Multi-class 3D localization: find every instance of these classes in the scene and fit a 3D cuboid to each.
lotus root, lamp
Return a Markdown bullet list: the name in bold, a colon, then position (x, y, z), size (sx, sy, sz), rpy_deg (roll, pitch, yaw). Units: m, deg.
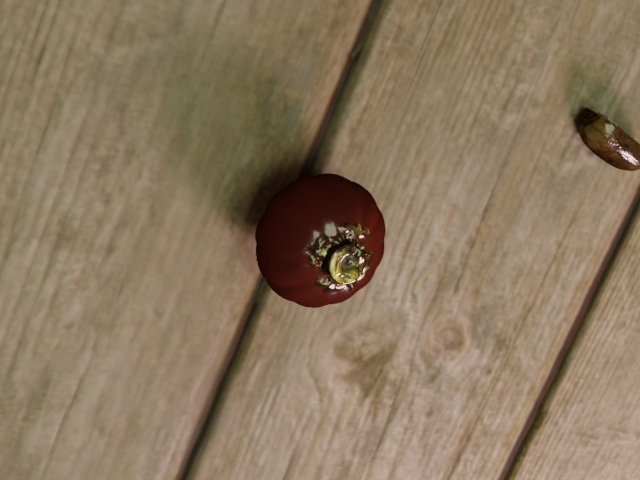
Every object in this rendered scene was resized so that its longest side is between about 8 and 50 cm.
- **lotus root**: position (0.249, -0.079, 1.034), size (0.083, 0.037, 0.030), rpy_deg (27, 101, -36)
- **lamp**: position (0.000, 0.000, 0.897), size (0.101, 0.090, 0.101), rpy_deg (-13, 120, -25)
